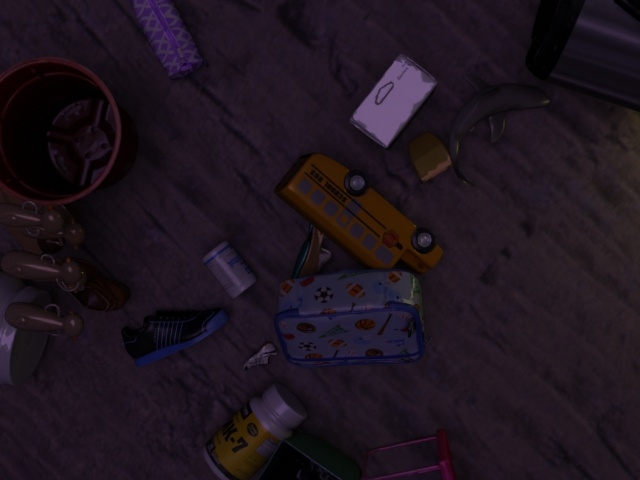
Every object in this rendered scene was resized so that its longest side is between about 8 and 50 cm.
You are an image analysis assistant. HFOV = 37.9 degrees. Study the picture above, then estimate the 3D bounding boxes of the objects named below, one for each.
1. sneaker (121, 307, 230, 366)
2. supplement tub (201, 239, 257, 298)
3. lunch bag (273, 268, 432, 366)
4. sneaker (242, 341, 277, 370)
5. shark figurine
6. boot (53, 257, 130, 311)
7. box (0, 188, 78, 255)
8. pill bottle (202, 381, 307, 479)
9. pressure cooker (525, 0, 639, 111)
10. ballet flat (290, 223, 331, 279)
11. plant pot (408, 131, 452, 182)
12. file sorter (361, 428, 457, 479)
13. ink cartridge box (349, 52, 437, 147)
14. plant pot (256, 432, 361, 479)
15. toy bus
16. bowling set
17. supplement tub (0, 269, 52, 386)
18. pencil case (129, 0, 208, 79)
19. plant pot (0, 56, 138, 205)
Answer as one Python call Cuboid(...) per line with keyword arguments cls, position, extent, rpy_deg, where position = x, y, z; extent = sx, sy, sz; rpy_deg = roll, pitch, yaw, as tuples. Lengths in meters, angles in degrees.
Cuboid(cls="sneaker", position=(-0.306, 0.180, 1.944), extent=(0.232, 0.081, 0.090), rpy_deg=(-26, 100, 8))
Cuboid(cls="supplement tub", position=(-0.188, 0.060, 1.929), extent=(0.071, 0.071, 0.107), rpy_deg=(-39, 92, 7))
Cuboid(cls="lunch bag", position=(0.067, 0.166, 1.848), extent=(0.304, 0.243, 0.115), rpy_deg=(-2, 52, 7))
Cuboid(cls="sneaker", position=(-0.127, 0.251, 1.960), extent=(0.083, 0.032, 0.037), rpy_deg=(-41, 91, 8))
Cuboid(cls="shark figurine", position=(0.311, -0.243, 1.805), extent=(0.166, 0.116, 0.278), rpy_deg=(41, 73, 7))
Cuboid(cls="boot", position=(-0.494, 0.091, 1.915), extent=(0.197, 0.152, 0.072), rpy_deg=(17, 97, 3))
Cuboid(cls="box", position=(-0.615, -0.079, 1.943), extent=(0.164, 0.021, 0.201), rpy_deg=(-39, 91, 33))
Cuboid(cls="pill bottle", position=(-0.134, 0.400, 1.932), extent=(0.119, 0.119, 0.208), rpy_deg=(45, 97, 0))
Cuboid(cls="pressure cooker", position=(0.621, -0.413, 1.673), extent=(0.421, 0.375, 0.369), rpy_deg=(19, 135, 2))
Cuboid(cls="ballet flat", position=(0.000, 0.000, 1.906), extent=(0.073, 0.080, 0.232), rpy_deg=(15, 97, -8))
Cuboid(cls="plant pot", position=(0.216, -0.171, 1.870), extent=(0.081, 0.081, 0.083), rpy_deg=(-30, 87, 7))
Cuboid(cls="file sorter", position=(0.200, 0.564, 1.878), extent=(0.182, 0.202, 0.290), rpy_deg=(-14, 94, 7))
Cuboid(cls="ink cartridge box", position=(0.142, -0.261, 1.795), extent=(0.093, 0.219, 0.160), rpy_deg=(38, 97, 1))
Cuboid(cls="plant pot", position=(-0.017, 0.485, 1.865), extent=(0.165, 0.234, 0.165), rpy_deg=(33, 98, 12))
Cuboid(cls="toy bus", position=(0.079, -0.041, 1.836), extent=(0.333, 0.108, 0.130), rpy_deg=(40, 81, -13))
Cuboid(cls="bowling set", position=(-0.501, 0.022, 1.781), extent=(0.154, 0.200, 0.287), rpy_deg=(8, 120, 8))
Cuboid(cls="supplement tub", position=(-0.744, 0.159, 1.899), extent=(0.331, 0.241, 0.241), rpy_deg=(14, 96, 3))
Cuboid(cls="pencil case", position=(-0.313, -0.424, 1.886), extent=(0.086, 0.088, 0.206), rpy_deg=(-30, 91, 5))
Cuboid(cls="plant pot", position=(-0.488, -0.202, 1.826), extent=(0.273, 0.265, 0.272), rpy_deg=(0, 92, 4))
